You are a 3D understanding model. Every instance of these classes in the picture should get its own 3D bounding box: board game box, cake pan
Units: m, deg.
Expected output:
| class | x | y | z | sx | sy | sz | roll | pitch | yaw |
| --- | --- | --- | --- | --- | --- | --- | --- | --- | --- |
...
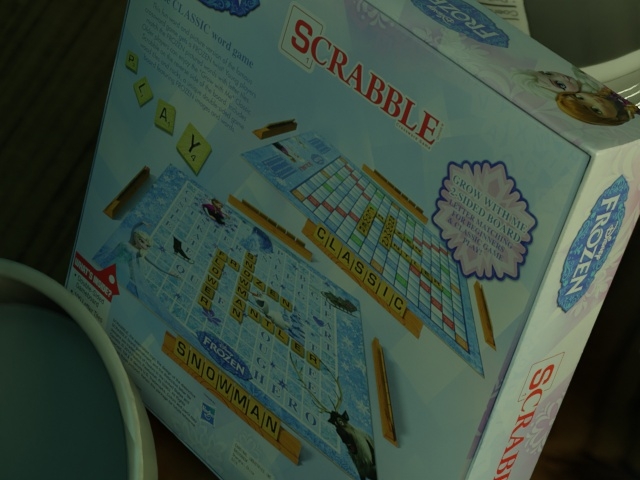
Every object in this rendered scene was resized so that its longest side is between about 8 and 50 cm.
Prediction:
| class | x | y | z | sx | sy | sz | roll | pitch | yaw |
| --- | --- | --- | --- | --- | --- | --- | --- | --- | --- |
| board game box | 0.000 | 0.000 | 0.959 | 0.066 | 0.318 | 0.318 | -17 | 45 | -42 |
| cake pan | -0.216 | 0.156 | 1.054 | 0.293 | 0.054 | 0.293 | -9 | 71 | 26 |

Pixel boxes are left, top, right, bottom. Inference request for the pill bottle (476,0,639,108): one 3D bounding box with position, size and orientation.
| class | x | y | z | sx | sy | sz | roll | pitch | yaw |
| --- | --- | --- | --- | --- | --- | --- | --- | --- | --- |
| pill bottle | 0.119 | -0.212 | 0.954 | 0.210 | 0.363 | 0.210 | -7 | 57 | 11 |
